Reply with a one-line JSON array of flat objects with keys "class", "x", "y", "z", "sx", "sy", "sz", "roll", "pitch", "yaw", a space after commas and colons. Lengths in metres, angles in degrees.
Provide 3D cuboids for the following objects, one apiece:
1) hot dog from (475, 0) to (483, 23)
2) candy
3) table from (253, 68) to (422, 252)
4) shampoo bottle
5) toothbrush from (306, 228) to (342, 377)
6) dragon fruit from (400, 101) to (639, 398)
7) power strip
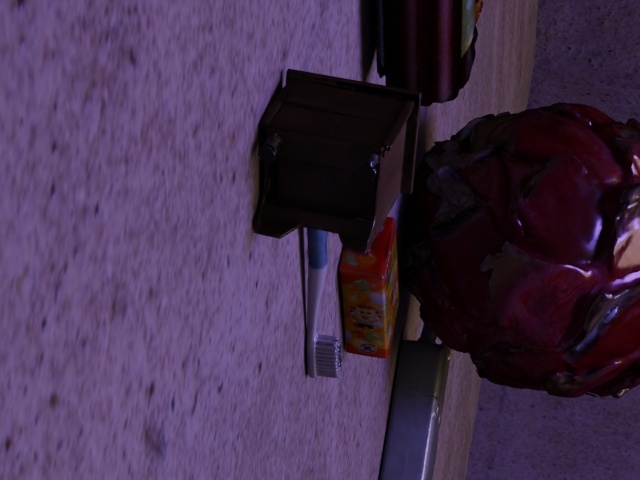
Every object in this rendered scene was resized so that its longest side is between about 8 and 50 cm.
[{"class": "hot dog", "x": 0.131, "y": -0.286, "z": 1.657, "sx": 0.191, "sy": 0.059, "sz": 0.108, "roll": 84, "pitch": 11, "yaw": -46}, {"class": "candy", "x": 0.041, "y": 0.039, "z": 1.394, "sx": 0.122, "sy": 0.038, "sz": 0.062, "roll": 84, "pitch": 16, "yaw": -53}, {"class": "table", "x": 0.008, "y": -0.046, "z": 1.001, "sx": 0.082, "sy": 0.083, "sz": 0.070, "roll": -62, "pitch": 160, "yaw": -55}, {"class": "shampoo bottle", "x": 0.079, "y": -0.258, "z": 1.273, "sx": 0.323, "sy": 0.084, "sz": 0.129, "roll": 87, "pitch": 11, "yaw": -46}, {"class": "toothbrush", "x": 0.000, "y": 0.000, "z": 1.158, "sx": 0.019, "sy": 0.025, "sz": 0.275, "roll": -73, "pitch": 166, "yaw": -45}, {"class": "dragon fruit", "x": 0.246, "y": 0.009, "z": 1.766, "sx": 0.329, "sy": 0.329, "sz": 0.329, "roll": 7, "pitch": 90, "yaw": -81}, {"class": "power strip", "x": 0.102, "y": 0.206, "z": 1.847, "sx": 0.093, "sy": 0.053, "sz": 0.288, "roll": 70, "pitch": 28, "yaw": -68}]
